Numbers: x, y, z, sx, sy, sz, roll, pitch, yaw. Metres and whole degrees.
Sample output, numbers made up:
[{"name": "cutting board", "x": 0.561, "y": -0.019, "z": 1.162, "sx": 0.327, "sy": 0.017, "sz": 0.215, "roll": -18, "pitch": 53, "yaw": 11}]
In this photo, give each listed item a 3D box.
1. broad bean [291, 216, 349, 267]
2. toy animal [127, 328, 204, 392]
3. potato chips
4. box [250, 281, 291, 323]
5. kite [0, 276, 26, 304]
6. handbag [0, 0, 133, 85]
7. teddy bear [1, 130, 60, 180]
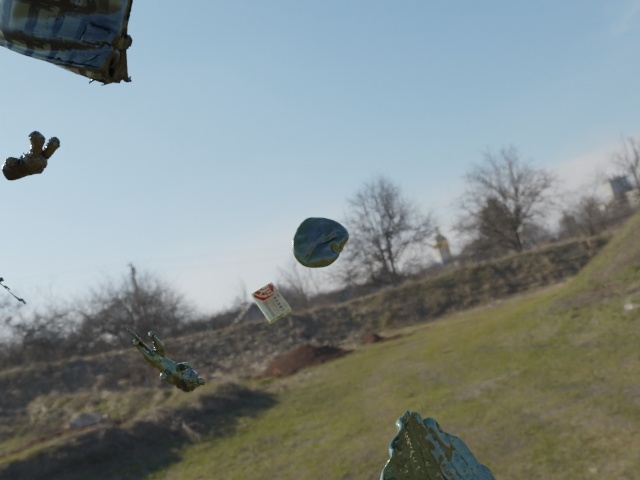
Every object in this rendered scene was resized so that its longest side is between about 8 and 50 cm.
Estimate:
[{"name": "broad bean", "x": -0.001, "y": 0.002, "z": 1.997, "sx": 0.206, "sy": 0.153, "sz": 0.072, "roll": -24, "pitch": -22, "yaw": -51}, {"name": "toy animal", "x": -0.322, "y": 0.254, "z": 1.446, "sx": 0.069, "sy": 0.220, "sz": 0.086, "roll": -50, "pitch": 29, "yaw": -22}, {"name": "potato chips", "x": 0.261, "y": 0.528, "z": 1.428, "sx": 0.097, "sy": 0.389, "sz": 0.373, "roll": -39, "pitch": 13, "yaw": 34}, {"name": "box", "x": -0.113, "y": 0.142, "z": 1.590, "sx": 0.058, "sy": 0.093, "sz": 0.015, "roll": -31, "pitch": -36, "yaw": -12}, {"name": "kite", "x": -0.862, "y": 0.130, "z": 1.915, "sx": 0.015, "sy": 0.169, "sz": 0.310, "roll": -48, "pitch": 31, "yaw": -21}, {"name": "handbag", "x": -0.505, "y": -0.508, "z": 1.424, "sx": 0.327, "sy": 0.325, "sz": 0.162, "roll": 23, "pitch": 16, "yaw": 20}, {"name": "teddy bear", "x": -0.713, "y": -0.193, "z": 1.714, "sx": 0.160, "sy": 0.078, "sz": 0.119, "roll": -34, "pitch": -14, "yaw": 17}]
